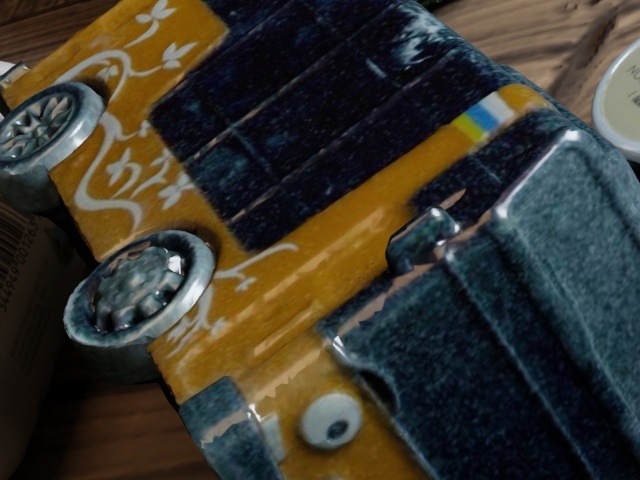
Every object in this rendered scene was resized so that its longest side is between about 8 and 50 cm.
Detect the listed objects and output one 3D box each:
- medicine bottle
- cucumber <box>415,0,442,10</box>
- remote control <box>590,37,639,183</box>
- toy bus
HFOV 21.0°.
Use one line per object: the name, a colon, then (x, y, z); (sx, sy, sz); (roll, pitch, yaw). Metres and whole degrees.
medicine bottle: (-0.186, 0.014, 0.862); (0.135, 0.135, 0.215); (-15, 42, 29)
cucumber: (0.061, -0.159, 0.900); (0.293, 0.067, 0.067); (-28, 37, 14)
remote control: (0.221, -0.102, 0.715); (0.244, 0.047, 0.087); (-36, 39, 3)
toy bus: (0.000, 0.000, 0.700); (0.194, 0.162, 0.323); (-37, 34, -3)
